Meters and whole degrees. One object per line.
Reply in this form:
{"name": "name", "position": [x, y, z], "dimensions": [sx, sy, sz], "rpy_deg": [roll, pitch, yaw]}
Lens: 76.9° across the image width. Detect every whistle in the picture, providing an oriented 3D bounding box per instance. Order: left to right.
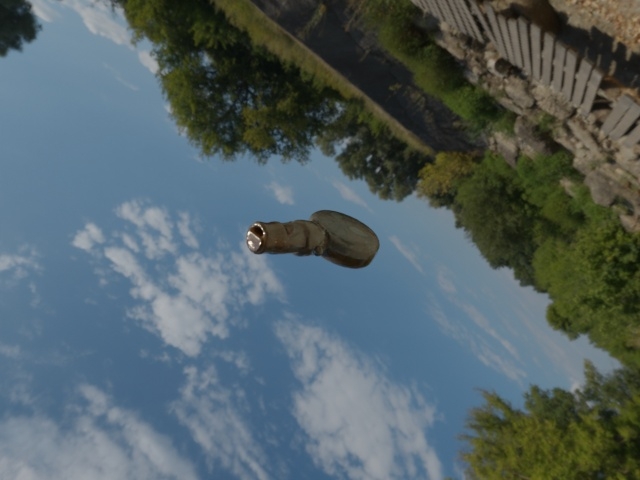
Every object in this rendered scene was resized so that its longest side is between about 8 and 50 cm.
{"name": "whistle", "position": [0.000, 0.000, 0.533], "dimensions": [0.220, 0.057, 0.107], "rpy_deg": [0, -147, -47]}
